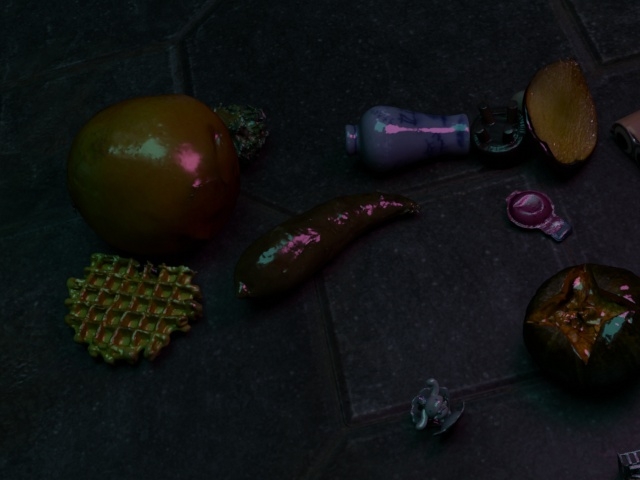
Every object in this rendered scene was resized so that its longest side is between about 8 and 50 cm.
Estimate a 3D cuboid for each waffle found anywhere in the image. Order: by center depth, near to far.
[{"bbox_3d":[-0.377,0.126,2.053,0.283,0.065,0.309,-29,54,-6],"label":"waffle"}]

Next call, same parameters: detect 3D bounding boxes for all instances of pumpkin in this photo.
[{"bbox_3d":[0.469,0.152,1.750,0.238,0.159,0.237,-20,51,27],"label":"pumpkin"}]

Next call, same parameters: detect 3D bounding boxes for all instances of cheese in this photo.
[{"bbox_3d":[0.429,-0.051,1.998,0.095,0.038,0.145,-41,60,-16],"label":"cheese"}]

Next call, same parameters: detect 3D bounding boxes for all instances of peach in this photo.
[{"bbox_3d":[0.480,-0.258,2.079,0.068,0.189,0.279,-30,32,52],"label":"peach"},{"bbox_3d":[-0.339,-0.136,2.102,0.373,0.289,0.372,-5,55,7],"label":"peach"}]

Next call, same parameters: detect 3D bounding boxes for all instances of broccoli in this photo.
[{"bbox_3d":[-0.196,-0.246,2.240,0.155,0.160,0.167,-18,56,36],"label":"broccoli"}]

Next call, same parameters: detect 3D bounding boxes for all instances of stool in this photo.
[{"bbox_3d":[0.391,-0.242,2.109,0.125,0.121,0.217,33,71,34],"label":"stool"}]

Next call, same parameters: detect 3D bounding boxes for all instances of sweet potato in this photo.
[{"bbox_3d":[-0.001,-0.004,2.024,0.423,0.130,0.130,-28,51,-19],"label":"sweet potato"}]

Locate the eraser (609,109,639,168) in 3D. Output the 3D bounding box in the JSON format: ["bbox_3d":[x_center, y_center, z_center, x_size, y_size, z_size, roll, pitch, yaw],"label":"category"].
[{"bbox_3d":[0.753,-0.241,2.034,0.291,0.087,0.171,-26,54,-6],"label":"eraser"}]

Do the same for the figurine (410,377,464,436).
[{"bbox_3d":[0.197,0.294,1.757,0.086,0.082,0.094,43,77,13],"label":"figurine"}]

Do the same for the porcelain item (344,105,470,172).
[{"bbox_3d":[0.180,-0.216,2.133,0.259,0.141,0.141,-3,52,2],"label":"porcelain item"}]

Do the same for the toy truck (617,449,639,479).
[{"bbox_3d":[0.570,0.378,1.599,0.178,0.080,0.115,-13,41,6],"label":"toy truck"}]
